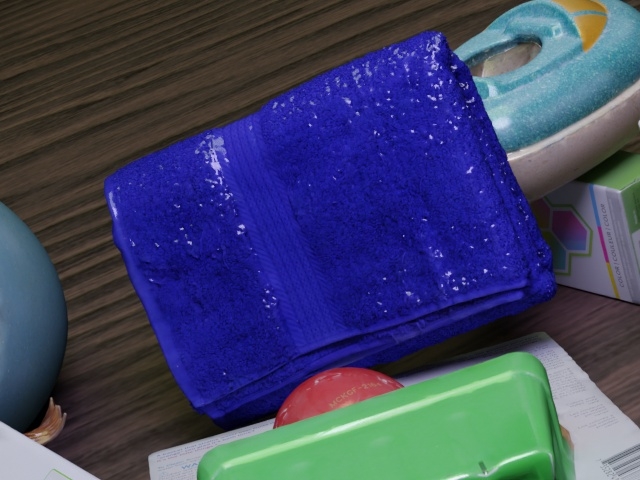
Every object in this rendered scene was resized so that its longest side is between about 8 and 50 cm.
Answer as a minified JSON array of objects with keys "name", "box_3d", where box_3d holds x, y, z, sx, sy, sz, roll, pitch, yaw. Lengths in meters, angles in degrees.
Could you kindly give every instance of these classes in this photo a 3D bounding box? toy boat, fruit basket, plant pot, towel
[{"name":"toy boat","box_3d":[0.220,-0.129,1.379,0.318,0.148,0.267,8,35,42]},{"name":"fruit basket","box_3d":[0.046,0.168,1.199,0.327,0.165,0.353,-18,9,-4]},{"name":"plant pot","box_3d":[-0.326,0.072,1.484,0.290,0.290,0.195,-2,-1,28]},{"name":"towel","box_3d":[0.000,0.000,1.329,0.308,0.227,0.076,-23,7,19]}]

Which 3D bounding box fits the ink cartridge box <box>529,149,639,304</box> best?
[{"name":"ink cartridge box","box_3d":[0.203,-0.024,1.480,0.062,0.109,0.209,-33,30,-30]}]

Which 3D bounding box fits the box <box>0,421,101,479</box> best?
[{"name":"box","box_3d":[-0.180,0.257,0.994,0.262,0.127,0.231,-58,28,-12]}]

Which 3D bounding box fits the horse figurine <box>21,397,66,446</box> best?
[{"name":"horse figurine","box_3d":[-0.237,0.221,1.243,0.175,0.066,0.263,-7,32,4]}]

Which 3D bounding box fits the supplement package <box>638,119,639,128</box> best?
[{"name":"supplement package","box_3d":[0.329,0.020,1.208,0.149,0.203,0.194,-17,25,3]}]
